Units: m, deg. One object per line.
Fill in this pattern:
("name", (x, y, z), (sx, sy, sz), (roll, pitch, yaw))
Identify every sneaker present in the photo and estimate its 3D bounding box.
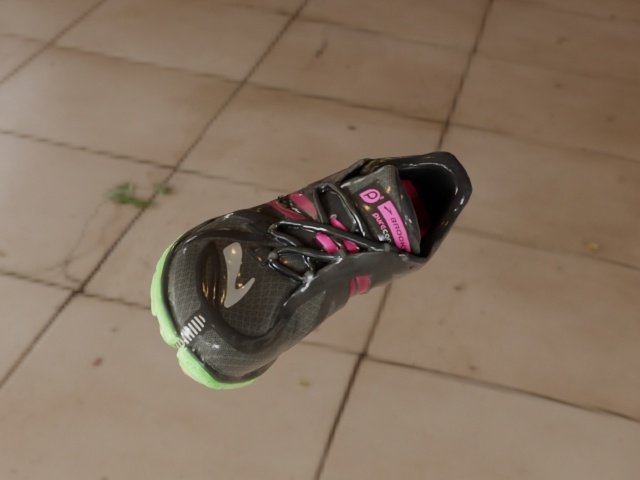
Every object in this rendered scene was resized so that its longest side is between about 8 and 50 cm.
("sneaker", (0.000, 0.000, 1.338), (0.185, 0.202, 0.483), (55, 44, 1))
